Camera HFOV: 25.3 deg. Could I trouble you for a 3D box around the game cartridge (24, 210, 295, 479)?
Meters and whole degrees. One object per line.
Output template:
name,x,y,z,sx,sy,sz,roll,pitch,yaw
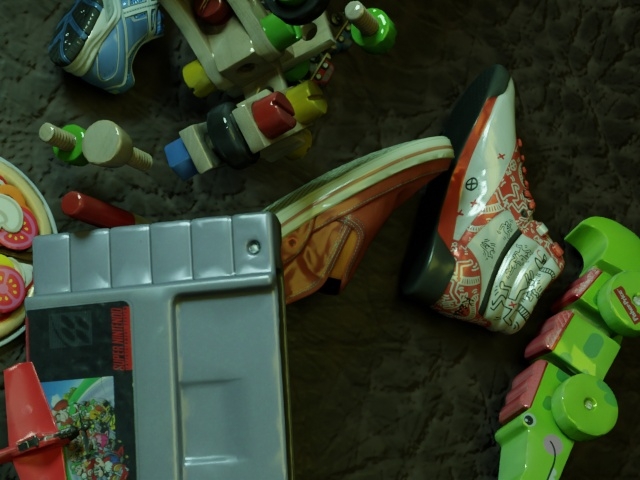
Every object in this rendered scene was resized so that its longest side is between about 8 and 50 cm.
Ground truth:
game cartridge,-0.138,0.160,1.219,0.230,0.068,0.355,-5,78,5

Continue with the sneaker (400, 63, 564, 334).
sneaker,0.186,-0.037,1.466,0.145,0.090,0.270,25,70,-16

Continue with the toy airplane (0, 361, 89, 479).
toy airplane,-0.263,0.178,1.196,0.151,0.028,0.151,-3,77,14

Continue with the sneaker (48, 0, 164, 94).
sneaker,-0.189,-0.235,1.383,0.081,0.080,0.211,39,61,-33

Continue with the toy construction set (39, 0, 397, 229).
toy construction set,-0.089,-0.127,1.320,0.257,0.237,0.309,44,97,25

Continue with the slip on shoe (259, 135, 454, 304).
slip on shoe,0.000,0.000,1.363,0.331,0.123,0.101,-35,99,-22

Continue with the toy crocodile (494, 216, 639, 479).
toy crocodile,0.250,0.121,1.430,0.105,0.115,0.340,33,62,-5

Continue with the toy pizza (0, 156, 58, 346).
toy pizza,-0.329,0.005,1.264,0.201,0.032,0.201,7,72,-21

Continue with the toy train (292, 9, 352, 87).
toy train,-0.005,-0.174,1.459,0.036,0.027,0.158,36,64,-13
